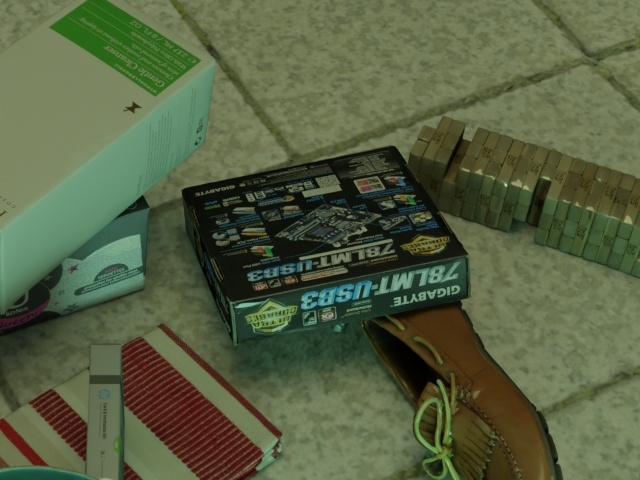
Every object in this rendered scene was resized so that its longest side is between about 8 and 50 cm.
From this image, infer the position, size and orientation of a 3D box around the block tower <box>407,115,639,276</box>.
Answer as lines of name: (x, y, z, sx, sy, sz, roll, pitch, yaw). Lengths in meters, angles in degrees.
block tower: (0.283, -0.062, 2.141, 0.336, 0.097, 0.091, 19, 49, 10)

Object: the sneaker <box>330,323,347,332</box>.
sneaker: (0.050, 0.072, 2.030, 0.057, 0.047, 0.119, 24, 50, 1)

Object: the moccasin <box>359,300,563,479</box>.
moccasin: (0.157, 0.199, 1.856, 0.147, 0.139, 0.380, -15, 51, -18)

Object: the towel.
towel: (-0.235, 0.245, 1.843, 0.329, 0.037, 0.237, -32, 57, -31)

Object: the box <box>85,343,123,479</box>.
box: (-0.229, 0.226, 1.736, 0.038, 0.145, 0.186, 0, 46, -4)

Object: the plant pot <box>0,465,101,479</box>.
plant pot: (-0.285, 0.394, 1.587, 0.290, 0.195, 0.290, 3, 51, -3)

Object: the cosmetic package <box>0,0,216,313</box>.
cosmetic package: (-0.309, -0.110, 1.857, 0.197, 0.155, 0.365, 33, 51, 16)

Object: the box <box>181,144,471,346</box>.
box: (0.000, 0.000, 1.998, 0.296, 0.073, 0.293, -12, 33, -11)

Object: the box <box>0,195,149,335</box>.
box: (-0.346, 0.003, 1.965, 0.247, 0.163, 0.142, -17, 54, -22)
